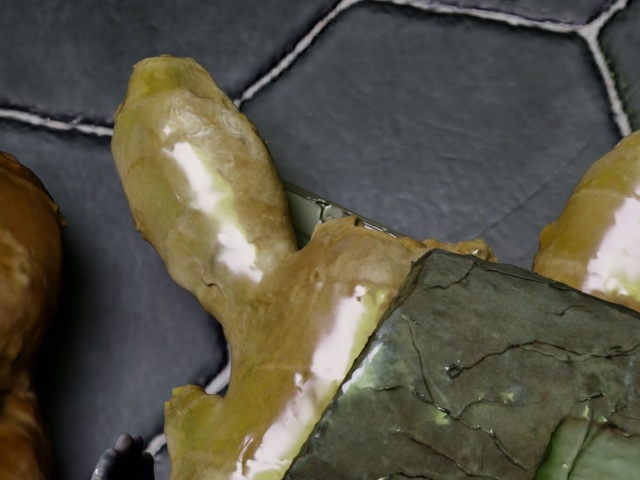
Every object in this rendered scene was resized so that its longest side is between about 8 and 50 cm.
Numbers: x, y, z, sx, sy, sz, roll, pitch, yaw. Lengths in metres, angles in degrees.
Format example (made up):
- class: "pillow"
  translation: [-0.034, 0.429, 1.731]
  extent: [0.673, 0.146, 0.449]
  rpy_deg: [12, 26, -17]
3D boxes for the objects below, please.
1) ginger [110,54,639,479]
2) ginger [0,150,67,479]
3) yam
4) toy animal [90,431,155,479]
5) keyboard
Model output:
- class: "ginger"
  translation: [0.034, 0.087, 0.779]
  extent: [0.363, 0.122, 0.348]
  rpy_deg: [10, 80, 5]
- class: "ginger"
  translation: [-0.263, 0.046, 0.733]
  extent: [0.152, 0.357, 0.274]
  rpy_deg: [-22, 63, 31]
- class: "yam"
  translation: [0.116, 0.099, 0.656]
  extent: [0.254, 0.154, 0.154]
  rpy_deg: [24, 73, -6]
- class: "toy animal"
  translation: [-0.055, 0.283, 0.597]
  extent: [0.225, 0.302, 0.284]
  rpy_deg: [22, 47, 22]
- class: "keyboard"
  translation: [0.000, 0.000, 0.869]
  extent: [0.129, 0.015, 0.049]
  rpy_deg: [25, 80, 20]
